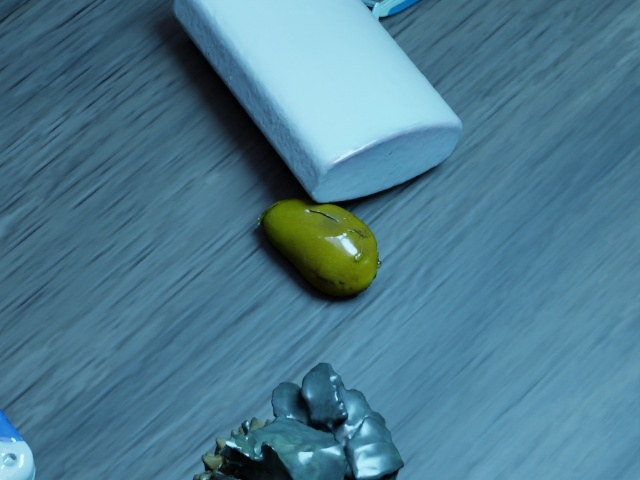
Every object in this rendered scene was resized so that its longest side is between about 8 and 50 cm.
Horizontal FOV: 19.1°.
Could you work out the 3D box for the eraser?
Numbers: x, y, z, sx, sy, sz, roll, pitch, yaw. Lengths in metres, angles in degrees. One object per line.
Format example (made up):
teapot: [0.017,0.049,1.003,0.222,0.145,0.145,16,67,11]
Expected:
eraser: [-0.004,-0.169,1.866,0.174,0.095,0.270,-20,58,-31]

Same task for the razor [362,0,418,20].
razor: [0.109,-0.275,1.983,0.191,0.037,0.068,-33,31,-23]

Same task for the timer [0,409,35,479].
timer: [-0.392,0.205,1.658,0.253,0.078,0.178,-33,70,-21]

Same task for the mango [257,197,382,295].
mango: [0.000,0.000,1.809,0.127,0.063,0.077,34,72,14]

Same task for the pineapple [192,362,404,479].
pineapple: [-0.016,0.214,1.525,0.223,0.357,0.223,1,63,-1]
